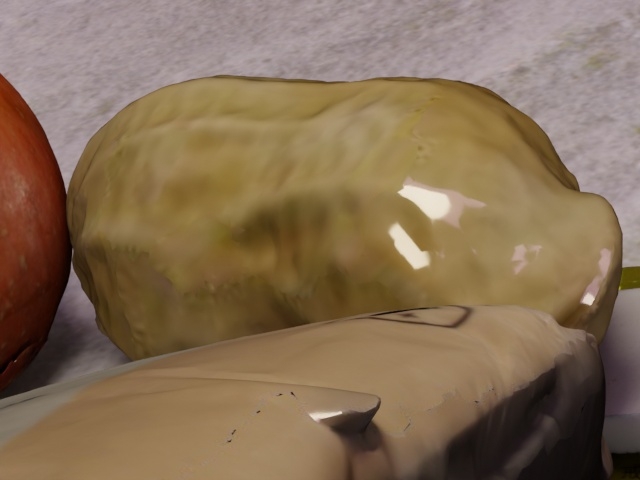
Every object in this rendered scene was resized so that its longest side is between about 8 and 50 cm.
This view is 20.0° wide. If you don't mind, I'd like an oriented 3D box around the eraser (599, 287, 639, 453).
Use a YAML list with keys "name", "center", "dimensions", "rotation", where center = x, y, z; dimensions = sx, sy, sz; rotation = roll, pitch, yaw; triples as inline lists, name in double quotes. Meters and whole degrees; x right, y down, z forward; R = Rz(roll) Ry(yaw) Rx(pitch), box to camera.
- name: "eraser"
  center: [0.106, 0.059, 0.818]
  dimensions: [0.150, 0.023, 0.104]
  rotation: [-8, 28, 40]

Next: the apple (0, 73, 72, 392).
- name: "apple"
  center: [-0.266, -0.004, 0.919]
  dimensions: [0.271, 0.206, 0.251]
  rotation: [-11, 25, 2]

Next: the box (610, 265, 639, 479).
- name: "box"
  center: [0.190, 0.069, 0.813]
  dimensions: [0.121, 0.030, 0.193]
  rotation: [-3, 29, 14]

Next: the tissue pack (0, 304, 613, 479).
- name: "tissue pack"
  center: [-0.121, 0.156, 0.439]
  dimensions: [0.375, 0.195, 0.390]
  rotation: [-30, -5, 24]

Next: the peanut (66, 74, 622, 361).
- name: "peanut"
  center: [0.004, -0.003, 0.837]
  dimensions: [0.340, 0.158, 0.174]
  rotation: [-2, 7, 42]
